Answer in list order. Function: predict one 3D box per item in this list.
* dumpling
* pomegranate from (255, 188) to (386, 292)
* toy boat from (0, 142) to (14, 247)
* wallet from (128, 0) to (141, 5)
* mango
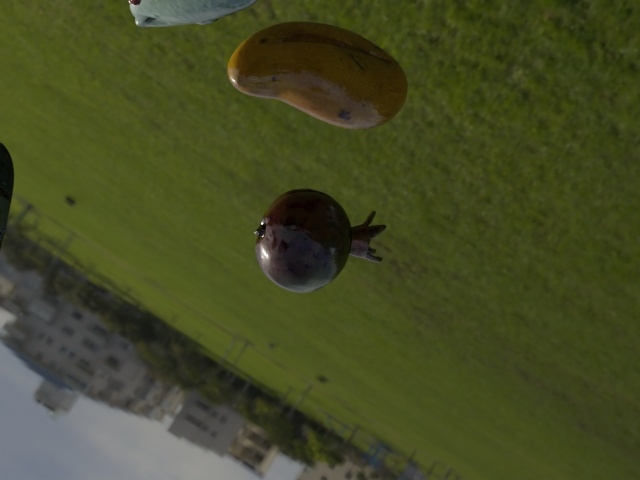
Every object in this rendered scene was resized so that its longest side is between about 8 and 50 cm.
[{"bbox_3d":[-0.134,-0.314,1.191,0.217,0.149,0.105,-15,128,35],"label":"dumpling"},{"bbox_3d":[0.000,0.000,1.246,0.159,0.129,0.129,0,166,5],"label":"pomegranate"},{"bbox_3d":[-0.384,-0.048,1.187,0.055,0.141,0.060,21,157,-39],"label":"toy boat"},{"bbox_3d":[-0.128,-0.297,0.825,0.020,0.103,0.196,15,133,-7],"label":"wallet"},{"bbox_3d":[0.002,-0.266,1.616,0.295,0.177,0.120,13,139,-24],"label":"mango"}]
